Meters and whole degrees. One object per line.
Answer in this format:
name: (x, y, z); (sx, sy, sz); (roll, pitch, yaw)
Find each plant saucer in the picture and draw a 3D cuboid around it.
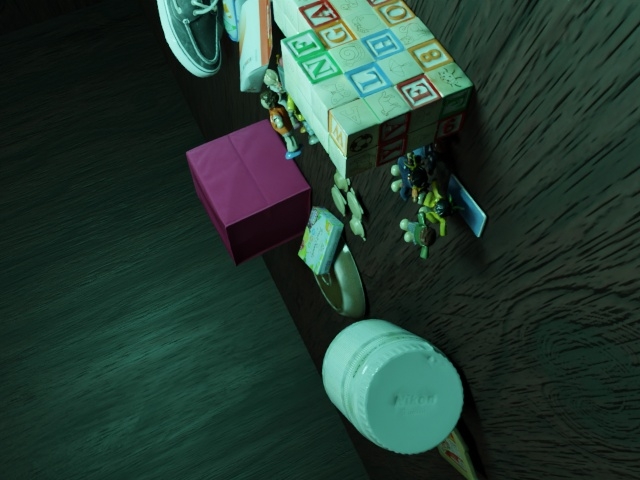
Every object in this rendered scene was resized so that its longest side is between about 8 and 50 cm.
plant saucer: (0.027, 0.074, 1.707); (0.310, 0.050, 0.310); (159, 90, -76)

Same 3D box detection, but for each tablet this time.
tablet: (0.201, -0.049, 0.885); (0.083, 0.006, 0.054); (60, 167, 28)

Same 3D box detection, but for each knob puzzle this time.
knob puzzle: (0.275, 0.407, 1.380); (0.213, 0.030, 0.213); (60, 167, 23)

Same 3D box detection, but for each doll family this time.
doll family: (-0.050, -0.293, 1.296); (0.263, 0.119, 0.163); (-99, -14, -62)
doll family: (0.146, -0.075, 0.883); (0.111, 0.076, 0.192); (-144, 38, -81)

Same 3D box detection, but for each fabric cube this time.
fabric cube: (-0.191, -0.132, 1.785); (0.258, 0.259, 0.254); (58, 165, 23)

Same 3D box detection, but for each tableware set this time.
tableware set: (0.060, -0.081, 1.381); (0.168, 0.020, 0.141); (88, 157, -62)

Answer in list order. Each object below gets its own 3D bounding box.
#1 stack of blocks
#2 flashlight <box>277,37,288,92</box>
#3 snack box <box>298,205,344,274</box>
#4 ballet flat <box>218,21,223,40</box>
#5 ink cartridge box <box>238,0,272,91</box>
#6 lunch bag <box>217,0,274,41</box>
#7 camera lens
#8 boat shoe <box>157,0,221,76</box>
stack of blocks: (0.037, -0.241, 0.825); (0.297, 0.171, 0.087); (60, 166, 26)
flashlight: (-0.039, -0.390, 1.039); (0.103, 0.103, 0.304); (-84, -12, -47)
snack box: (0.000, 0.000, 1.578); (0.100, 0.037, 0.141); (44, 126, 44)
ballet flat: (-0.351, -0.702, 1.687); (0.139, 0.139, 0.400); (50, 160, 52)
ink cartridge box: (-0.118, -0.366, 1.138); (0.179, 0.045, 0.145); (129, 138, -75)
lunch bag: (-0.177, -0.561, 1.256); (0.303, 0.115, 0.243); (62, 165, 20)
camera lens: (0.136, 0.284, 1.284); (0.219, 0.220, 0.274); (68, 168, -9)
boat shoe: (-0.246, -0.468, 1.232); (0.102, 0.108, 0.301); (6, 117, 44)
